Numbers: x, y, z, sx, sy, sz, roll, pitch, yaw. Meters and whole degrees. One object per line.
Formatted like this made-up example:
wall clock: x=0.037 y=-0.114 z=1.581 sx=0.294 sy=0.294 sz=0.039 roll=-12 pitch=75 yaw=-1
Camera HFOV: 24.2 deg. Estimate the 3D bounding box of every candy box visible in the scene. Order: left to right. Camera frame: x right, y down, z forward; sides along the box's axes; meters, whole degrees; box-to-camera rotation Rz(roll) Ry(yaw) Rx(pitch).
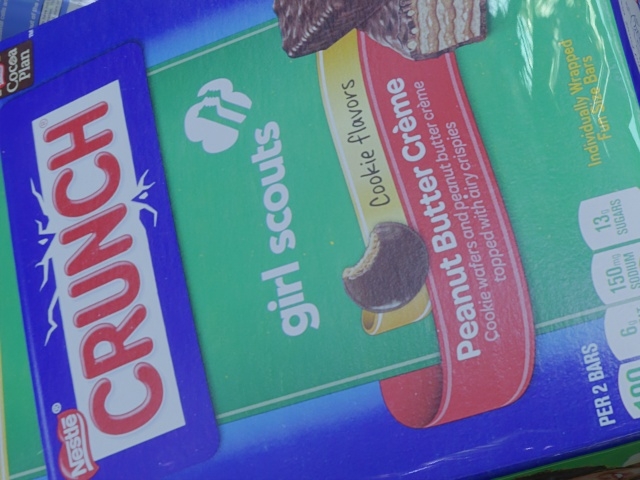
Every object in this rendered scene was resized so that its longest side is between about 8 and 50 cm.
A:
candy box: x=0.000 y=0.000 z=0.659 sx=0.317 sy=0.122 sz=0.268 roll=-19 pitch=66 yaw=21

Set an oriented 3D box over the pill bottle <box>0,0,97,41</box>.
pill bottle: x=-0.337 y=-0.248 z=1.525 sx=0.272 sy=0.152 sz=0.152 roll=15 pitch=74 yaw=0
